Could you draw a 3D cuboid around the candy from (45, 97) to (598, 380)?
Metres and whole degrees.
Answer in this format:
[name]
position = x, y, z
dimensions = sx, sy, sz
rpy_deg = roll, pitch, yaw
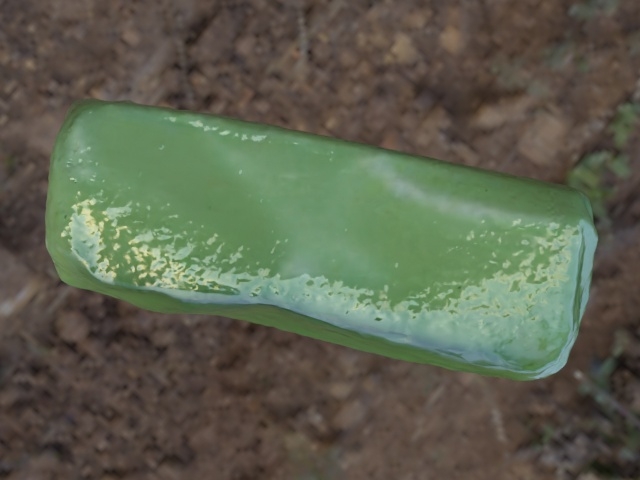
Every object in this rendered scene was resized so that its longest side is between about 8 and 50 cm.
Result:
[candy]
position = 0.000, 0.000, 1.029
dimensions = 0.142, 0.344, 0.131
rpy_deg = -81, -177, -85
